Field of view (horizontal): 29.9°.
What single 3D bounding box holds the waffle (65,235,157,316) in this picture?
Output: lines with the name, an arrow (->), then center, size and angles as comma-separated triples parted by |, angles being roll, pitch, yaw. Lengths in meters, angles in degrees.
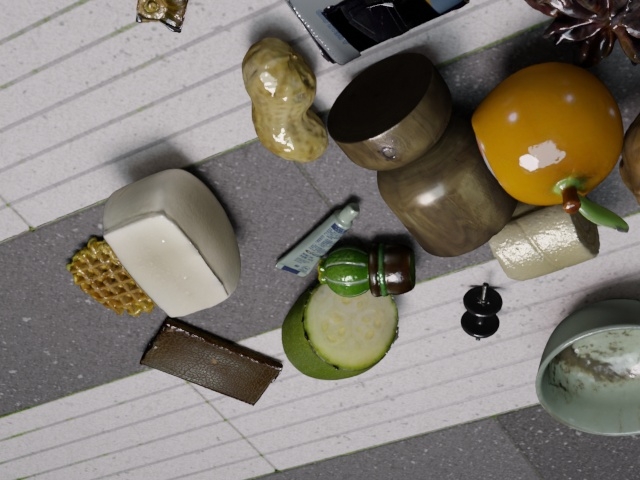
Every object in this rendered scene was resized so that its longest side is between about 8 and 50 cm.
waffle -> -0.354, 0.065, 2.126 | 0.191, 0.038, 0.191 | 4, 135, 4

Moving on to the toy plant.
toy plant -> 0.076, 0.050, 2.013 | 0.163, 0.092, 0.092 | -2, 135, 13

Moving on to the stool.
stool -> 0.155, -0.122, 1.763 | 0.179, 0.179, 0.264 | -22, 129, 27

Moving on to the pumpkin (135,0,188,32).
pumpkin -> -0.221, -0.346, 1.696 | 0.073, 0.035, 0.101 | 9, 133, -17

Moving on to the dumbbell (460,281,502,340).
dumbbell -> 0.278, 0.124, 2.073 | 0.069, 0.069, 0.147 | 4, 135, 4

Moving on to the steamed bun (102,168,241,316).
steamed bun -> -0.235, -0.010, 1.943 | 0.146, 0.164, 0.241 | -17, 129, 22

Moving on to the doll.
doll -> 0.327, -0.125, 1.653 | 0.214, 0.236, 0.213 | -11, 145, -8

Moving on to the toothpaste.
toothpaste -> 0.000, 0.000, 2.011 | 0.062, 0.037, 0.216 | 24, 138, -20

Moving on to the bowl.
bowl -> 0.511, 0.194, 2.057 | 0.289, 0.146, 0.289 | 4, 134, 4

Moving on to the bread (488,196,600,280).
bread -> 0.345, -0.017, 1.863 | 0.141, 0.148, 0.134 | -20, 113, 26

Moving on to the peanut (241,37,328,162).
peanut -> -0.053, -0.201, 1.774 | 0.103, 0.098, 0.229 | 19, 145, 28

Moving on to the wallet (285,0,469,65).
wallet -> 0.070, -0.333, 1.642 | 0.231, 0.069, 0.170 | -21, 133, 28

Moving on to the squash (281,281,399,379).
squash -> 0.028, 0.159, 2.179 | 0.189, 0.189, 0.260 | 15, 171, -7

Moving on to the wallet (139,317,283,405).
wallet -> -0.206, 0.231, 2.275 | 0.243, 0.039, 0.133 | 23, 127, -15

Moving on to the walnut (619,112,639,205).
walnut -> 0.525, -0.118, 1.691 | 0.213, 0.213, 0.213 | 4, 136, 4

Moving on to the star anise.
star anise -> 0.380, -0.315, 1.582 | 0.212, 0.129, 0.283 | -23, 137, 36
